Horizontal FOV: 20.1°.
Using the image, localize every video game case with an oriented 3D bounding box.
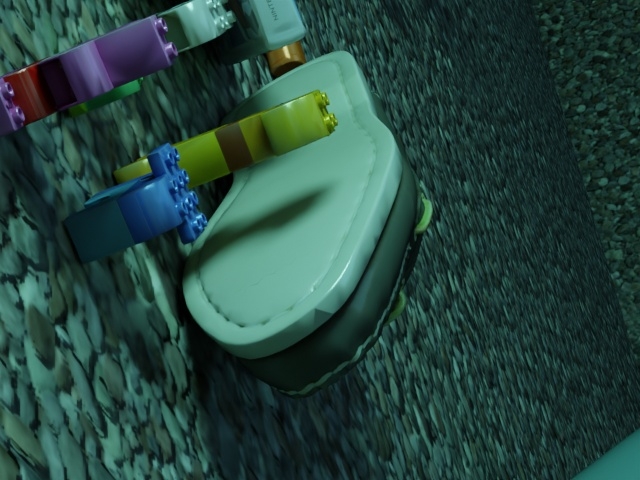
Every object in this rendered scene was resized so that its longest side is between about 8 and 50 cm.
[{"bbox_3d":[-0.064,-0.178,0.905,0.201,0.023,0.183,-162,-130,-80],"label":"video game case"}]

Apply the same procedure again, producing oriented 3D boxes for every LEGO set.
[{"bbox_3d":[-0.050,-0.054,0.742,0.227,0.093,0.087,-60,128,-74],"label":"LEGO set"}]

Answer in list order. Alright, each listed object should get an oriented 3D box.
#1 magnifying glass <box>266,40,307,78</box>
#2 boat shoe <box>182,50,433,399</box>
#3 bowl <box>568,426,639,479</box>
[{"bbox_3d":[-0.051,-0.210,1.156,0.092,0.026,0.231,35,35,-69],"label":"magnifying glass"},{"bbox_3d":[0.004,-0.002,0.860,0.091,0.109,0.305,60,11,-20],"label":"boat shoe"},{"bbox_3d":[0.258,0.272,1.304,0.311,0.163,0.311,163,-90,-89],"label":"bowl"}]
